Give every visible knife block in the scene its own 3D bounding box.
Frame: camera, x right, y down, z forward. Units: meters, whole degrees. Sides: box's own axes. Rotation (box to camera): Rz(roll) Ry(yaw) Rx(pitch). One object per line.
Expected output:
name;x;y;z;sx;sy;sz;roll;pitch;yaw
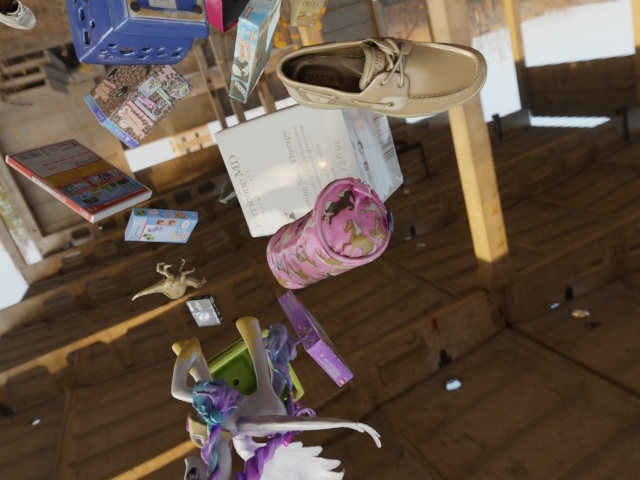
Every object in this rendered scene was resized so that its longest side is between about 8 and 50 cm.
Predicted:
knife block;-0.047;-0.936;1.785;0.088;0.242;0.276;-5;162;-22

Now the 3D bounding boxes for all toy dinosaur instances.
toy dinosaur;-0.371;0.100;1.236;0.183;0.093;0.053;-10;-167;-19

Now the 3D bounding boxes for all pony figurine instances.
pony figurine;-0.108;0.317;0.895;0.350;0.303;0.364;2;-137;-15

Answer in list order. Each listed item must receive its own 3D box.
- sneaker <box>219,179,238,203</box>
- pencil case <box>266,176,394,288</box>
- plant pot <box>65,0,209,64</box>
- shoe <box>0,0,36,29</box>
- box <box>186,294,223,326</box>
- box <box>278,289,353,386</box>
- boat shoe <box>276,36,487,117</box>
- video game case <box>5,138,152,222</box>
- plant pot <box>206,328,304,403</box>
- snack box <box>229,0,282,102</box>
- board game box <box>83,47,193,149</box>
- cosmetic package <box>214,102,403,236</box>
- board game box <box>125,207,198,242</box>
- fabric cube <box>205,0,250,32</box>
sneaker;-0.249;-0.157;1.700;0.227;0.130;0.087;-16;-125;48
pencil case;0.000;0.000;1.044;0.167;0.160;0.386;-22;176;-23
plant pot;-0.368;-0.501;1.031;0.235;0.236;0.212;-15;-169;-41
shoe;-0.829;-0.611;1.314;0.058;0.077;0.219;34;-176;18
box;-0.288;0.175;1.261;0.067;0.083;0.018;-8;-150;18
box;-0.020;0.303;1.601;0.057;0.201;0.293;-38;-147;-2
boat shoe;0.098;-0.269;0.826;0.340;0.122;0.110;-1;-179;13
video game case;-0.608;-0.161;1.287;0.285;0.025;0.204;33;-148;10
plant pot;-0.223;0.411;1.474;0.228;0.227;0.207;-31;-174;-28
snack box;-0.178;-0.549;1.395;0.322;0.060;0.187;126;-13;-66
board game box;-0.612;-0.493;1.691;0.291;0.141;0.232;-46;-131;0
cosmetic package;-0.018;-0.238;1.472;0.393;0.330;0.327;-10;-162;29
board game box;-0.548;-0.049;1.738;0.211;0.039;0.160;4;148;-31
fabric cube;-0.275;-0.762;1.307;0.254;0.258;0.259;-53;177;-20
